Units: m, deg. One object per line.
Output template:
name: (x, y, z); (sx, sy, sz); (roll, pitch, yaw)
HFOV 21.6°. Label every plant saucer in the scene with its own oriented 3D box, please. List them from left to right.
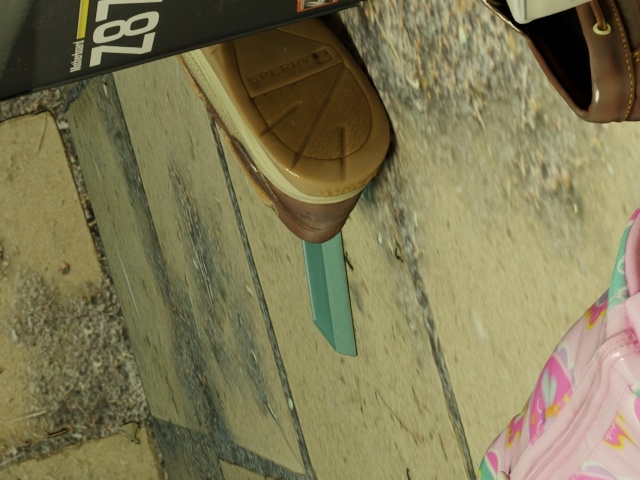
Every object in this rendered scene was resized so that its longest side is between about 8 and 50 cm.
plant saucer: (0.000, 0.000, 1.328); (0.067, 0.018, 0.192); (-130, 29, -57)

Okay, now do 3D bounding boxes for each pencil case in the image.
pencil case: (0.142, 0.082, 0.703); (0.284, 0.124, 0.124); (107, 144, -63)

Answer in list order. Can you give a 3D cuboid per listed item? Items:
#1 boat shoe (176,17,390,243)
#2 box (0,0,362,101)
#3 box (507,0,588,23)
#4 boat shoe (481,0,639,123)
boat shoe: (-0.059, -0.149, 1.198); (0.342, 0.123, 0.123); (60, 160, 24)
box: (-0.093, -0.204, 0.872); (0.395, 0.318, 0.097); (123, 130, -70)
box: (0.067, -0.248, 0.562); (0.148, 0.121, 0.311); (60, -170, -78)
boat shoe: (0.101, -0.124, 0.728); (0.207, 0.073, 0.073); (-120, 19, -46)
